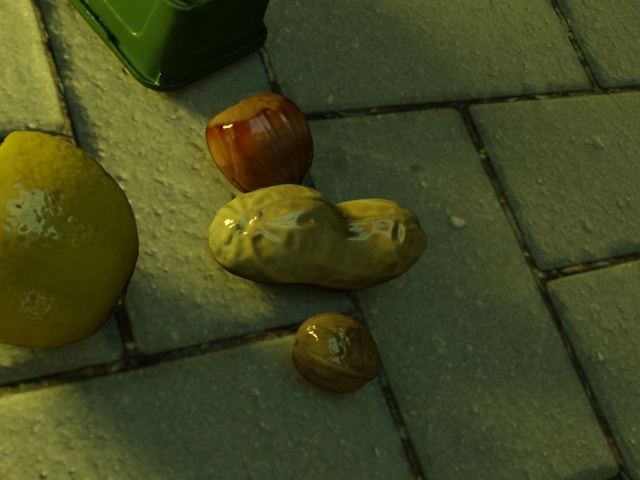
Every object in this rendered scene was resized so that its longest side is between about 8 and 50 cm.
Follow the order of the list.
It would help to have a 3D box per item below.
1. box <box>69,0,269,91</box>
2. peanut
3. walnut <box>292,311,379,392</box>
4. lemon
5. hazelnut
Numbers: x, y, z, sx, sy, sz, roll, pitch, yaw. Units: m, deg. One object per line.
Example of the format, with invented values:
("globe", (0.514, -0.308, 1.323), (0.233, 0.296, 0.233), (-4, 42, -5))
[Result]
("box", (-0.229, -0.409, 1.346), (0.253, 0.178, 0.329), (-35, 82, -36))
("peanut", (0.000, 0.000, 1.253), (0.305, 0.147, 0.147), (9, 61, -22))
("walnut", (0.022, 0.150, 1.213), (0.124, 0.105, 0.105), (25, 56, -12))
("lemon", (-0.315, 0.010, 1.052), (0.219, 0.240, 0.240), (37, 54, -17))
("hazelnut", (-0.083, -0.133, 1.303), (0.150, 0.150, 0.150), (11, 60, -20))
